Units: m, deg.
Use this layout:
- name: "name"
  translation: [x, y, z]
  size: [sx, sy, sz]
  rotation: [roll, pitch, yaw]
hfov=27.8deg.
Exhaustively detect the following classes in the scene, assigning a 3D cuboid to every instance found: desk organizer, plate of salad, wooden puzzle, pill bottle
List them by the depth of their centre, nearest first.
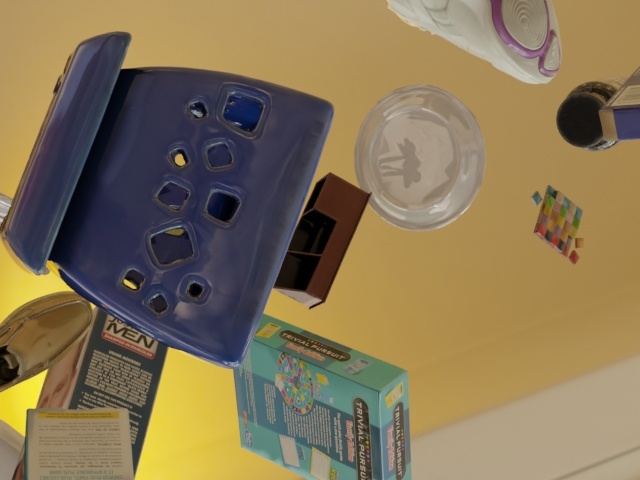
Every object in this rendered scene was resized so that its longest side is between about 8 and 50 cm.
- name: "wooden puzzle"
  translation: [0.216, -0.017, 1.170]
  size: [0.083, 0.049, 0.006]
  rotation: [34, -24, -34]
- name: "desk organizer"
  translation: [0.000, 0.000, 1.323]
  size: [0.130, 0.050, 0.047]
  rotation: [-66, -167, -19]
- name: "plate of salad"
  translation: [0.137, -0.113, 1.769]
  size: [0.048, 0.200, 0.200]
  rotation: [-7, 75, -60]
- name: "pill bottle"
  translation: [0.494, -0.221, 2.264]
  size: [0.123, 0.219, 0.123]
  rotation: [7, -76, 29]

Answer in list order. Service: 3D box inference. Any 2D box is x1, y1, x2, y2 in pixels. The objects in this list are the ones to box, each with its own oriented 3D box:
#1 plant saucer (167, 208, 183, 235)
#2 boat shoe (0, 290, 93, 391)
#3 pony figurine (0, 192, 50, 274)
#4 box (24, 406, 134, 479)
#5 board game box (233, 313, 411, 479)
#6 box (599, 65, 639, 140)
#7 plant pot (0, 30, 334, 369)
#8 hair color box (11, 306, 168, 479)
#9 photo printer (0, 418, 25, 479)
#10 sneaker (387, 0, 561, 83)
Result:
- name: "plant saucer"
  translation: [-0.127, -0.047, 1.799]
  size: [0.037, 0.241, 0.241]
  rotation: [52, 1, -39]
- name: "boat shoe"
  translation: [-0.295, 0.113, 1.253]
  size: [0.068, 0.190, 0.072]
  rotation: [61, -25, -14]
- name: "pony figurine"
  translation: [-0.514, -0.067, 1.484]
  size: [0.351, 0.303, 0.363]
  rotation: [36, 30, -52]
- name: "box"
  translation: [-0.220, 0.260, 1.185]
  size: [0.244, 0.100, 0.060]
  rotation: [-105, -158, -50]
- name: "board game box"
  translation: [-0.001, 0.290, 2.199]
  size: [0.336, 0.079, 0.254]
  rotation: [19, -56, 37]
- name: "box"
  translation: [0.379, -0.133, 1.159]
  size: [0.225, 0.136, 0.036]
  rotation: [-3, -67, 32]
- name: "plant pot"
  translation: [-0.144, -0.041, 1.101]
  size: [0.236, 0.212, 0.236]
  rotation: [-69, -166, -6]
- name: "hair color box"
  translation: [-0.288, 0.262, 1.525]
  size: [0.174, 0.105, 0.347]
  rotation: [-42, -151, 46]
- name: "photo printer"
  translation: [-0.426, 0.387, 1.685]
  size: [0.307, 0.256, 0.107]
  rotation: [40, -7, -6]
- name: "sneaker"
  translation: [0.177, -0.304, 1.632]
  size: [0.305, 0.114, 0.152]
  rotation: [38, -21, -17]
